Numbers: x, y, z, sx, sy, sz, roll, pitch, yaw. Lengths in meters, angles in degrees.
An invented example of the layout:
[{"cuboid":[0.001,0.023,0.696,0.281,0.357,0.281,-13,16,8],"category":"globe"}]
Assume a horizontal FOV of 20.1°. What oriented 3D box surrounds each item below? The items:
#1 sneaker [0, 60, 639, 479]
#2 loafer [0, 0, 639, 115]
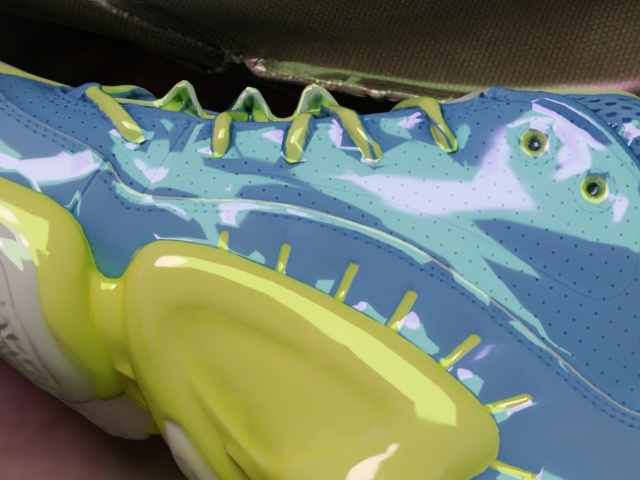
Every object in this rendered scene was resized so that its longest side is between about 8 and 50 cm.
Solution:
[{"cuboid":[0.000,0.000,0.393,0.240,0.091,0.126,39,83,7],"category":"sneaker"},{"cuboid":[-0.009,-0.072,0.409,0.251,0.087,0.094,7,97,9],"category":"loafer"}]
